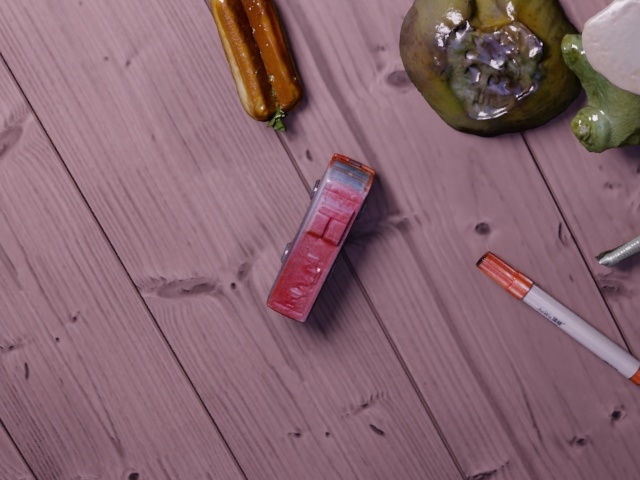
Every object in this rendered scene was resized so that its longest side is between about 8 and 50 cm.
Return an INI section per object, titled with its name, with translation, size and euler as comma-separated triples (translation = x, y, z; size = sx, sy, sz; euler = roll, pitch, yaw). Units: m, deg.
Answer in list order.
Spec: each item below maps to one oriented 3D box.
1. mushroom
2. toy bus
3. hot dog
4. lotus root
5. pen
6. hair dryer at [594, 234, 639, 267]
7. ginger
[mushroom]
translation = 0.432, -0.196, 1.559
size = 0.350, 0.128, 0.128
euler = 4, 112, -20
[toy bus]
translation = 0.000, 0.000, 1.764
size = 0.065, 0.077, 0.192
euler = 24, 112, -3
[hot dog]
translation = -0.072, -0.211, 1.712
size = 0.072, 0.055, 0.188
euler = -24, 112, -15
[lotus root]
translation = 0.183, -0.198, 1.670
size = 0.183, 0.078, 0.203
euler = -39, 98, 18
[pen]
translation = 0.280, 0.090, 1.780
size = 0.239, 0.028, 0.028
euler = 36, 110, -5
[hair dryer]
translation = 0.419, -0.087, 1.681
size = 0.267, 0.092, 0.229
euler = -3, 101, 20
[ginger]
translation = 0.330, -0.228, 1.626
size = 0.137, 0.089, 0.290
euler = 15, 111, -1
